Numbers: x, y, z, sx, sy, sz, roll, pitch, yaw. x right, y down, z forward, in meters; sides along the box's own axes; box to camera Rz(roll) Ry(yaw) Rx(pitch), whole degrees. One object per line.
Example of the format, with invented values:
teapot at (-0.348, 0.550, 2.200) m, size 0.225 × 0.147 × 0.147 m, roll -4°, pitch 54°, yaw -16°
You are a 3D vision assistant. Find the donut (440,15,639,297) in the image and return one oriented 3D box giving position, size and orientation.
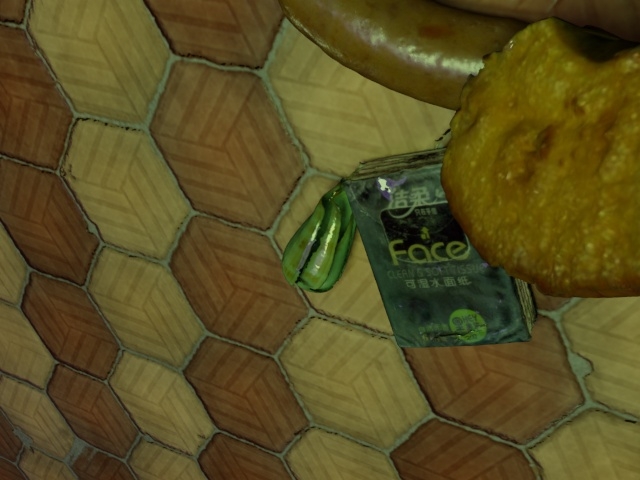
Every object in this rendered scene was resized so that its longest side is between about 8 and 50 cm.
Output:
donut at (0.261, -0.150, 0.409) m, size 0.164 × 0.377 × 0.434 m, roll 4°, pitch 116°, yaw -23°

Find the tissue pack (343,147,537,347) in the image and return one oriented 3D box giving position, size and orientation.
tissue pack at (0.142, 0.013, 0.769) m, size 0.174 × 0.073 × 0.235 m, roll -5°, pitch 116°, yaw 31°

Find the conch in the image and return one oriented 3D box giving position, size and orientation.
conch at (0.000, 0.000, 0.823) m, size 0.079 × 0.105 × 0.170 m, roll 26°, pitch 124°, yaw 8°

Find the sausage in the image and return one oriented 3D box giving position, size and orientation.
sausage at (0.079, -0.206, 0.655) m, size 0.271 × 0.109 × 0.108 m, roll 28°, pitch 128°, yaw 11°
